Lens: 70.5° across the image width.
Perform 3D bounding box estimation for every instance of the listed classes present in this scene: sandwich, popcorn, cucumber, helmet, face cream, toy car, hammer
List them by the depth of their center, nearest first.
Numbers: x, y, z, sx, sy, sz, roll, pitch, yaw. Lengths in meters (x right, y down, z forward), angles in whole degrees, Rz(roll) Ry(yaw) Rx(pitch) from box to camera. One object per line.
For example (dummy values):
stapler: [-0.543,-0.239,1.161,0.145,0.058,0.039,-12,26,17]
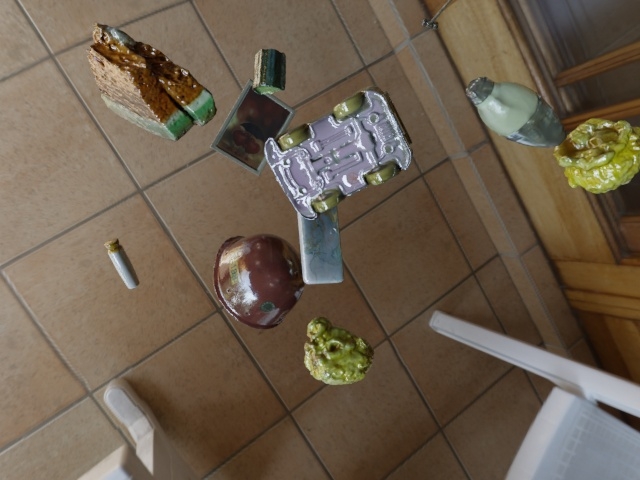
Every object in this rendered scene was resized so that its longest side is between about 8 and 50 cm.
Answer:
sandwich: [-0.341,-0.298,0.877,0.292,0.212,0.109,33,75,7]
popcorn: [0.661,-0.211,1.075,0.197,0.198,0.155,-47,115,-12]
toy car: [0.056,-0.237,1.191,0.336,0.226,0.242,-25,105,20]
cucumber: [-0.156,-0.477,1.293,0.062,0.116,0.115,11,80,-47]
hammer: [0.415,-0.771,1.471,0.058,0.292,0.029,7,85,-12]
face cream: [-0.676,0.079,1.548,0.051,0.072,0.182,-22,118,-12]
helmet: [-0.183,0.104,1.627,0.338,0.230,0.384,22,48,-37]
popcorn: [0.050,0.436,1.718,0.286,0.173,0.225,28,55,10]

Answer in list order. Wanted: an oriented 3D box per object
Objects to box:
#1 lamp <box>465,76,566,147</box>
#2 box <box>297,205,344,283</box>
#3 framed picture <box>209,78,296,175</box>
lamp: [0.385,-0.244,0.883,0.250,0.101,0.101,22,84,-23]
box: [0.000,0.000,1.494,0.142,0.044,0.285,-1,79,-23]
framed picture: [-0.249,-0.419,1.697,0.211,0.020,0.289,30,91,-21]
